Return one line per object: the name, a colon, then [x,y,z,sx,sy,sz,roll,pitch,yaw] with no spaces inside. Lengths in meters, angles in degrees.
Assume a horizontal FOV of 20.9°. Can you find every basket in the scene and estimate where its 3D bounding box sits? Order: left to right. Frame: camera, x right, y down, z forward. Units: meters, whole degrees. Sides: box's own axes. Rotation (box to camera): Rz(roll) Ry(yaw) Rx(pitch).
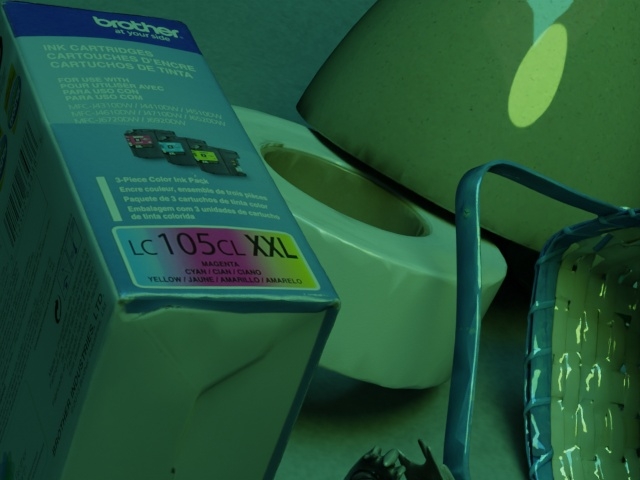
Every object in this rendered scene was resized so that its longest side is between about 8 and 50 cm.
basket: [0.212,0.093,1.269,0.289,0.201,0.255,18,70,-35]

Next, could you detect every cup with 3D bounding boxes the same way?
cup: [0.177,-0.149,1.523,0.331,0.237,0.331,25,12,-6]

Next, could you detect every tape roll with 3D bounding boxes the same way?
tape roll: [0.000,0.000,1.367,0.286,0.100,0.286,24,16,-7]

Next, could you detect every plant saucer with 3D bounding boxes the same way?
plant saucer: [0.222,0.034,1.570,0.119,0.021,0.119,13,32,-9]

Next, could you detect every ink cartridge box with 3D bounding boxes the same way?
ink cartridge box: [-0.153,0.020,1.177,0.151,0.270,0.395,3,36,-28]

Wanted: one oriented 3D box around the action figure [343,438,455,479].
action figure: [0.025,0.233,1.079,0.285,0.099,0.185,-19,80,-30]
